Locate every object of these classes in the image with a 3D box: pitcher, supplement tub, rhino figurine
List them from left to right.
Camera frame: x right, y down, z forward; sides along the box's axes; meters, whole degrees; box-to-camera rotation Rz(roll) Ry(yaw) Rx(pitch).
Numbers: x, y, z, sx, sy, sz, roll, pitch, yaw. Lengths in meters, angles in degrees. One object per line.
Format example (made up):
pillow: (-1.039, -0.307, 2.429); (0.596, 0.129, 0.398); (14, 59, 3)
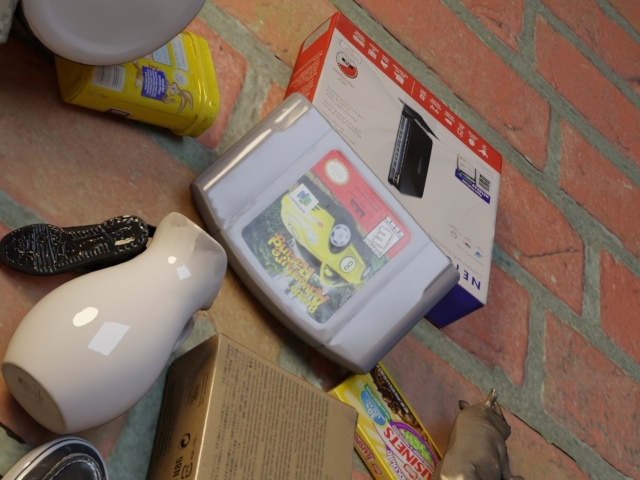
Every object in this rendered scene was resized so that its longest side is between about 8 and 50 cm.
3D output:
supplement tub: (-0.257, -0.351, 1.194); (0.207, 0.207, 0.338); (12, 35, -43)
pitcher: (-0.186, 0.095, 1.078); (0.125, 0.178, 0.207); (33, 54, 20)
rhino figurine: (0.188, 0.256, 1.368); (0.106, 0.073, 0.243); (52, 32, -13)

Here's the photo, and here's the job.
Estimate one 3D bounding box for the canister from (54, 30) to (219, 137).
canister: (-0.206, -0.191, 1.299); (0.169, 0.073, 0.126); (11, 55, -41)

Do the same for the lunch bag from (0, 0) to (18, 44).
lunch bag: (-0.357, -0.324, 0.979); (0.212, 0.305, 0.256); (11, 100, -40)

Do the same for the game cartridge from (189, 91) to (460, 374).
game cartridge: (0.000, 0.000, 1.324); (0.196, 0.060, 0.294); (-43, 95, -14)

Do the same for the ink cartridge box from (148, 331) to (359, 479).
ink cartridge box: (-0.066, 0.237, 1.130); (0.193, 0.088, 0.235); (35, 42, -28)

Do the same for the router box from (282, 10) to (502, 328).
router box: (0.094, -0.095, 1.550); (0.335, 0.082, 0.301); (38, 41, -23)

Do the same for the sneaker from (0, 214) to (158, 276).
sneaker: (-0.225, 0.010, 1.143); (0.170, 0.089, 0.051); (-9, 78, -12)

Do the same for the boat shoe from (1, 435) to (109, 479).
boat shoe: (-0.227, 0.271, 0.915); (0.108, 0.102, 0.301); (43, 40, -17)

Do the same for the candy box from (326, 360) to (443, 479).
candy box: (0.090, 0.241, 1.348); (0.206, 0.027, 0.105); (57, 39, 0)
